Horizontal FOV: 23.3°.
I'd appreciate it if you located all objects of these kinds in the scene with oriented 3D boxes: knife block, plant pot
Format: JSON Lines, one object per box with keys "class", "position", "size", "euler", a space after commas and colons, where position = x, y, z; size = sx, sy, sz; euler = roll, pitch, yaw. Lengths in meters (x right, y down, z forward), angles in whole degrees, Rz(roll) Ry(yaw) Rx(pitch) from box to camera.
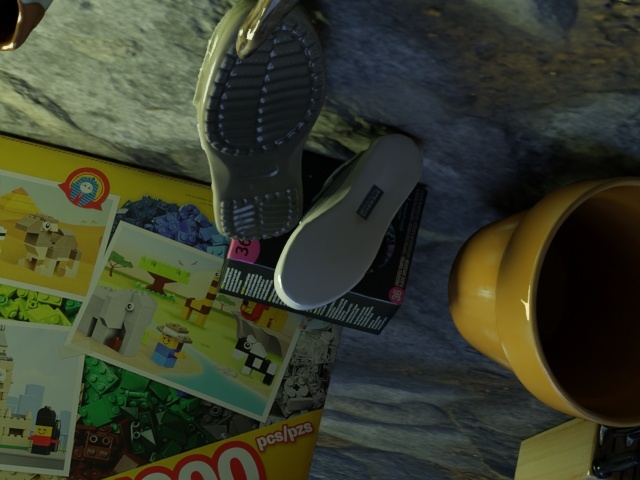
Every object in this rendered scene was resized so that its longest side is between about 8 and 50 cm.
{"class": "knife block", "position": [0.336, 0.259, 1.879], "size": [0.276, 0.088, 0.242], "euler": [2, 154, 28]}
{"class": "plant pot", "position": [0.212, 0.048, 1.346], "size": [0.205, 0.205, 0.188], "euler": [25, 170, -26]}

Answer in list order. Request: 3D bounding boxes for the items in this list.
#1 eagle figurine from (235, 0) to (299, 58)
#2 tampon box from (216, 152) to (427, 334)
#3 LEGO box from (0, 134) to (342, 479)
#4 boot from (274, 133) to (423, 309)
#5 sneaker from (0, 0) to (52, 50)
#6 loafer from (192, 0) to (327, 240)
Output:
{"class": "eagle figurine", "position": [-0.084, -0.266, 0.829], "size": [0.226, 0.225, 0.298], "euler": [-43, 93, 17]}
{"class": "tampon box", "position": [0.000, 0.000, 1.421], "size": [0.161, 0.120, 0.101], "euler": [15, 158, -5]}
{"class": "LEGO box", "position": [-0.244, 0.121, 1.517], "size": [0.500, 0.372, 0.193], "euler": [14, 157, -1]}
{"class": "boot", "position": [0.013, -0.008, 1.318], "size": [0.069, 0.190, 0.086], "euler": [46, 152, -9]}
{"class": "sneaker", "position": [-0.270, -0.225, 1.034], "size": [0.106, 0.123, 0.290], "euler": [6, 158, 35]}
{"class": "loafer", "position": [-0.057, -0.106, 1.247], "size": [0.102, 0.092, 0.268], "euler": [-8, 145, -14]}
